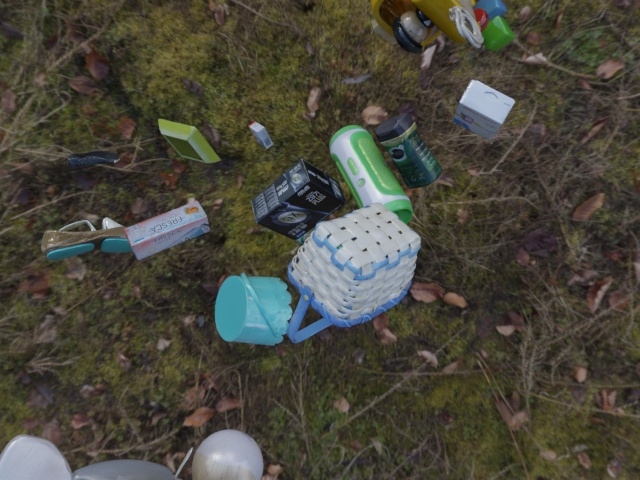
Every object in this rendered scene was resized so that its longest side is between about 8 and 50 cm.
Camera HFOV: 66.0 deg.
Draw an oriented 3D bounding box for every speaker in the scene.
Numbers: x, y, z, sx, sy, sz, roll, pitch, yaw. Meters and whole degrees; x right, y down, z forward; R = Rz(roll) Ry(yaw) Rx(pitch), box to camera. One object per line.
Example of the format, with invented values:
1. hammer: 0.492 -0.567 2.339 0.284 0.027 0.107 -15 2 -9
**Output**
1. speaker: 0.128 -0.162 1.288 0.131 0.131 0.296 -28 60 6

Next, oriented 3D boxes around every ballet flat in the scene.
1. ballet flat: -0.809 -0.287 1.759 0.173 0.057 0.049 -7 139 -22
2. ballet flat: -0.783 -0.015 1.716 0.343 0.116 0.124 -9 68 -35

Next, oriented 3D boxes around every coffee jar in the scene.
1. coffee jar: 0.216 -0.221 1.214 0.079 0.096 0.184 -49 114 -29

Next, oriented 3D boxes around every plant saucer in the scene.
1. plant saucer: -0.480 -0.346 1.773 0.189 0.188 0.045 18 69 27

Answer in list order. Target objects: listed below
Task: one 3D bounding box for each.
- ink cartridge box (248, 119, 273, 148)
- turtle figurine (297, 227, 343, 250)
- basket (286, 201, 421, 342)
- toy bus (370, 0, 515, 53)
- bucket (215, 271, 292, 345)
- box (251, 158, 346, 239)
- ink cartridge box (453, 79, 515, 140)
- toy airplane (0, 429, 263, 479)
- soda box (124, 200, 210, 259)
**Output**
1. ink cartridge box: -0.187 -0.322 1.488 0.029 0.115 0.062 -36 127 -10
2. turtle figurine: 0.000 0.000 1.787 0.235 0.118 0.175 4 86 15
3. basket: 0.063 0.076 1.002 0.201 0.255 0.288 43 135 30
4. toy bus: 0.106 -0.267 0.542 0.104 0.202 0.190 -32 92 40
5. bucket: -0.255 0.255 1.831 0.183 0.281 0.280 10 103 -38
6. box: -0.055 -0.096 1.226 0.180 0.077 0.147 -35 142 24
7. ink cartridge box: 0.310 -0.247 0.947 0.089 0.122 0.052 31 91 10
8. toy airplane: -0.178 0.322 0.544 0.387 0.384 0.272 23 56 20
9. soda box: -0.358 -0.024 1.161 0.183 0.062 0.058 -24 60 -20
